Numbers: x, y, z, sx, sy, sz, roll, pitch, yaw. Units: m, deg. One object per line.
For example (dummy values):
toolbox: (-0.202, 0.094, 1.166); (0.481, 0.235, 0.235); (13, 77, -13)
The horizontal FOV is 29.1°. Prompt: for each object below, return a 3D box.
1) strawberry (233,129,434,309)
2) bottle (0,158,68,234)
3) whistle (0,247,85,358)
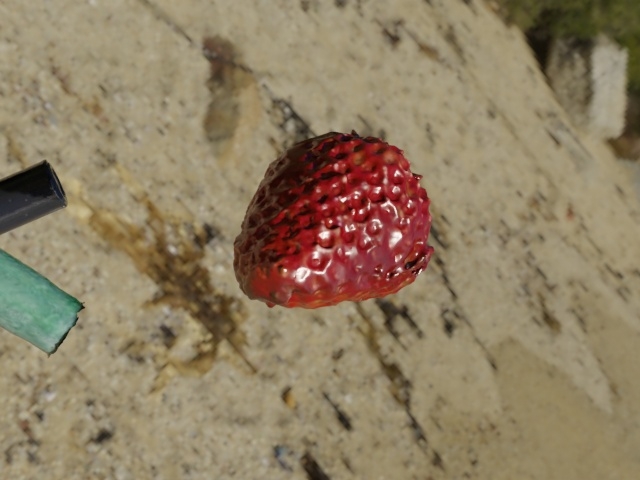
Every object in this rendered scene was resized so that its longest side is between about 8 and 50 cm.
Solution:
strawberry: (0.000, 0.000, 1.310); (0.205, 0.205, 0.244); (48, 37, -2)
bottle: (-0.472, -0.033, 1.682); (0.072, 0.245, 0.082); (-119, -174, -48)
whistle: (-0.213, -0.002, 0.650); (0.186, 0.039, 0.039); (34, 18, -13)
